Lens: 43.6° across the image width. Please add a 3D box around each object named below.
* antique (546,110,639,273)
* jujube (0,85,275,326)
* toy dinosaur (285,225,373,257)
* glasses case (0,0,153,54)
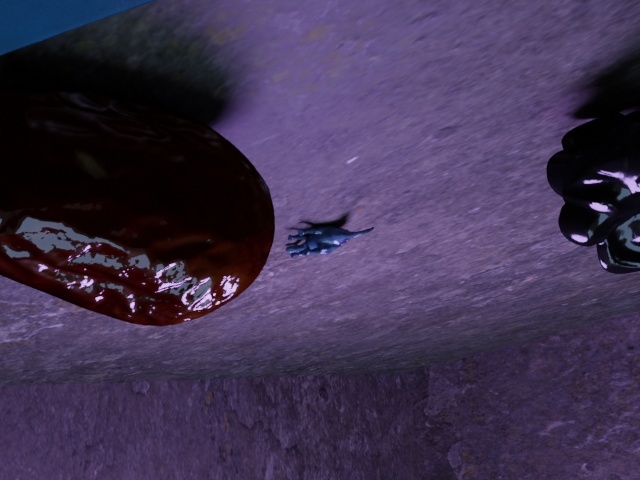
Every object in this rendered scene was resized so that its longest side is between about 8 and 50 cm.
[{"bbox_3d":[0.411,-0.076,0.873,0.255,0.185,0.322,-22,161,39],"label":"antique"},{"bbox_3d":[-0.195,-0.030,0.759,0.223,0.223,0.318,-20,155,37],"label":"jujube"},{"bbox_3d":[0.000,0.000,1.214,0.080,0.045,0.197,-10,177,-41],"label":"toy dinosaur"},{"bbox_3d":[-0.210,-0.178,0.496,0.301,0.070,0.117,-11,157,19],"label":"glasses case"}]
